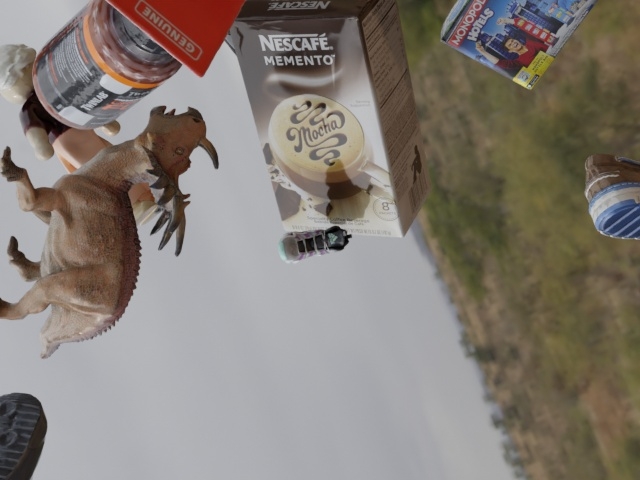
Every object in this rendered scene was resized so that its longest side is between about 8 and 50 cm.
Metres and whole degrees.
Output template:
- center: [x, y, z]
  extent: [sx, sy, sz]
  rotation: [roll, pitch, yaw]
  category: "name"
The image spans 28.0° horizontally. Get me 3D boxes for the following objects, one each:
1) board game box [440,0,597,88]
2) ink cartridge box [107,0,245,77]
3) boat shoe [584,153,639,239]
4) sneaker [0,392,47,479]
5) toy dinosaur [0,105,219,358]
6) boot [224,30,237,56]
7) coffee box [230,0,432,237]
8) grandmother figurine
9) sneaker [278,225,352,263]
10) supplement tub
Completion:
- center: [0.247, -0.325, 1.667]
  extent: [0.194, 0.194, 0.060]
  rotation: [27, -150, -15]
  category: "board game box"
- center: [-0.133, -0.288, 0.937]
  extent: [0.275, 0.060, 0.239]
  rotation: [39, -135, -18]
  category: "ink cartridge box"
- center: [0.284, -0.034, 1.036]
  extent: [0.183, 0.066, 0.066]
  rotation: [14, -128, -40]
  category: "boat shoe"
- center: [-0.365, 0.315, 1.341]
  extent: [0.319, 0.112, 0.131]
  rotation: [-66, -31, -33]
  category: "sneaker"
- center: [-0.220, 0.007, 1.290]
  extent: [0.127, 0.200, 0.296]
  rotation: [-89, 11, -75]
  category: "toy dinosaur"
- center: [-0.083, -0.297, 1.724]
  extent: [0.348, 0.131, 0.260]
  rotation: [40, -176, -6]
  category: "boot"
- center: [0.017, -0.159, 1.529]
  extent: [0.119, 0.168, 0.297]
  rotation: [-57, -39, -46]
  category: "coffee box"
- center: [-0.379, -0.159, 1.928]
  extent: [0.342, 0.104, 0.208]
  rotation: [48, -164, 2]
  category: "grandmother figurine"
- center: [0.000, 0.000, 1.507]
  extent: [0.098, 0.069, 0.038]
  rotation: [-18, -86, -54]
  category: "sneaker"
- center: [-0.197, -0.185, 1.246]
  extent: [0.198, 0.106, 0.106]
  rotation: [-24, 89, 52]
  category: "supplement tub"
